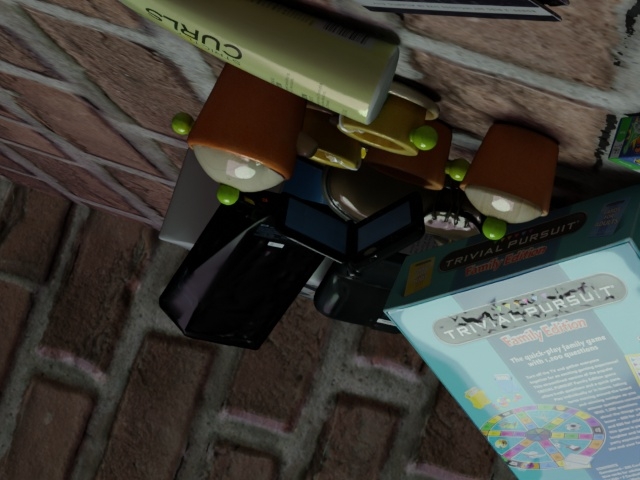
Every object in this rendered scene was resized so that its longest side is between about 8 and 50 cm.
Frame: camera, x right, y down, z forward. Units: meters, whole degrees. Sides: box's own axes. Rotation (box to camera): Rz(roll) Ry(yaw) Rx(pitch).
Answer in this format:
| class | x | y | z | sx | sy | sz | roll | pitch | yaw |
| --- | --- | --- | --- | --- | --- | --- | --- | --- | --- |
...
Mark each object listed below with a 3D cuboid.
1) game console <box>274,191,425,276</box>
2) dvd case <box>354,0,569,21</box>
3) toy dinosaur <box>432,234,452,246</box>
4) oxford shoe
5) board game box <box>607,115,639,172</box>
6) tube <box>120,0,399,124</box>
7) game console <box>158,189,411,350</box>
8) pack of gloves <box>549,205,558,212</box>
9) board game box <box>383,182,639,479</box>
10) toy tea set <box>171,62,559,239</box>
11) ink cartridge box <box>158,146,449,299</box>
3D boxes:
| class | x | y | z | sx | sy | sz | roll | pitch | yaw |
| --- | --- | --- | --- | --- | --- | --- | --- | --- | --- |
| game console | 0.026 | -0.023 | 1.579 | 0.071 | 0.107 | 0.122 | 58 | -170 | -14 |
| dvd case | 0.013 | -0.176 | 1.054 | 0.221 | 0.018 | 0.164 | 25 | 171 | -41 |
| toy dinosaur | 0.161 | 0.019 | 2.037 | 0.211 | 0.064 | 0.112 | 26 | -175 | 43 |
| oxford shoe | 0.111 | -0.042 | 1.772 | 0.227 | 0.083 | 0.096 | 11 | 171 | -21 |
| board game box | 0.318 | -0.039 | 1.284 | 0.201 | 0.035 | 0.136 | 20 | 174 | -16 |
| tube | -0.063 | -0.153 | 1.343 | 0.240 | 0.062 | 0.070 | 23 | 135 | 7 |
| game console | 0.016 | 0.055 | 2.072 | 0.361 | 0.044 | 0.213 | 14 | 133 | -27 |
| pack of gloves | 0.226 | 0.003 | 1.954 | 0.195 | 0.046 | 0.232 | 21 | 174 | -31 |
| board game box | 0.256 | 0.123 | 1.651 | 0.254 | 0.079 | 0.336 | -18 | 122 | 36 |
| toy tea set | 0.035 | -0.060 | 1.554 | 0.200 | 0.124 | 0.336 | 24 | 172 | -42 |
| ink cartridge box | 0.000 | 0.000 | 2.220 | 0.307 | 0.129 | 0.223 | 23 | 172 | -35 |
